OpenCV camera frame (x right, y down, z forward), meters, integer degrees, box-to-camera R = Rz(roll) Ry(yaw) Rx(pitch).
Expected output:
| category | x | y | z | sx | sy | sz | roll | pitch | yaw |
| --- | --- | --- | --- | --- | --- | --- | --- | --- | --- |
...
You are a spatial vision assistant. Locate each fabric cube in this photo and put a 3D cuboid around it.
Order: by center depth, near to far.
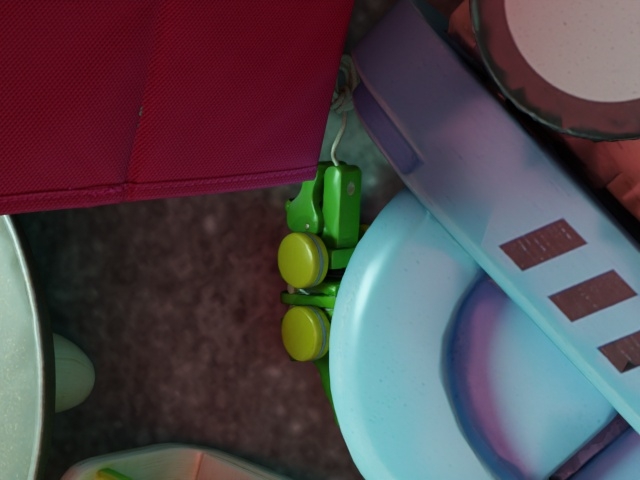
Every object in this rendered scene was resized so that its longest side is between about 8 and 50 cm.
| category | x | y | z | sx | sy | sz | roll | pitch | yaw |
| --- | --- | --- | --- | --- | --- | --- | --- | --- | --- |
| fabric cube | -0.140 | -0.176 | 0.583 | 0.254 | 0.259 | 0.258 | 27 | 112 | 32 |

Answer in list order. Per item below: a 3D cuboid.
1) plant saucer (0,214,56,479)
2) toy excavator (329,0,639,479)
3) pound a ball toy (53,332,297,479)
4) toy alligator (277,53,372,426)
| category | x | y | z | sx | sy | sz | roll | pitch | yaw |
| --- | --- | --- | --- | --- | --- | --- | --- | --- | --- |
| plant saucer | -0.244 | 0.070 | 0.736 | 0.310 | 0.050 | 0.311 | -1 | 87 | 32 |
| toy excavator | 0.110 | 0.119 | 0.664 | 0.445 | 0.222 | 0.433 | -43 | 87 | 14 |
| pound a ball toy | -0.100 | 0.220 | 0.754 | 0.208 | 0.135 | 0.319 | 16 | 98 | 31 |
| toy alligator | 0.000 | 0.000 | 0.746 | 0.051 | 0.056 | 0.190 | 3 | 97 | 48 |
